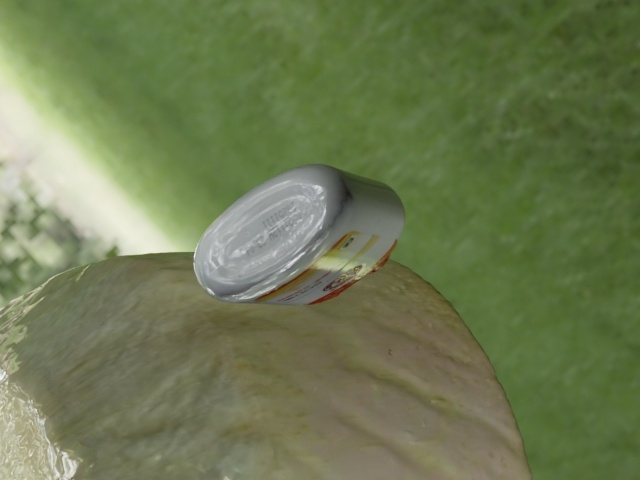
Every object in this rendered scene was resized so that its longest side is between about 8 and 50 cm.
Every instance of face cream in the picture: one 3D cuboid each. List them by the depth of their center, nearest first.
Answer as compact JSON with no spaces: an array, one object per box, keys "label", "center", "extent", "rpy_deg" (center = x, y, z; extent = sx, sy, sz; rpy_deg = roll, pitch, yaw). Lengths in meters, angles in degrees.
[{"label":"face cream","center":[0.000,0.000,0.427],"extent":[0.021,0.040,0.083],"rpy_deg":[57,-167,11]}]

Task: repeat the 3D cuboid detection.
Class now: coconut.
[{"label":"coconut","center":[-0.037,0.141,0.898],"extent":[0.329,0.329,0.329],"rpy_deg":[47,176,5]}]
